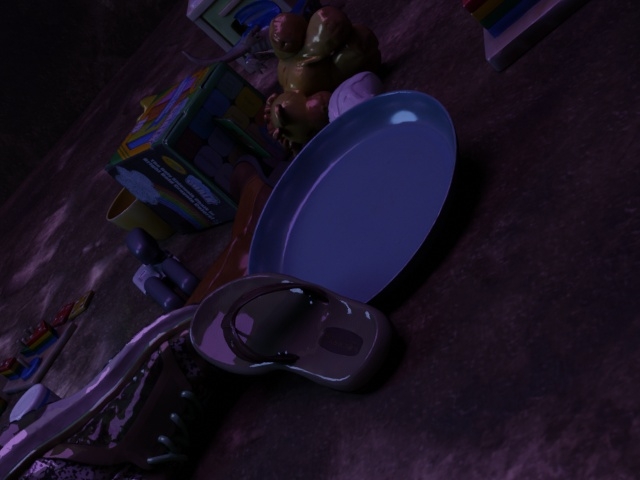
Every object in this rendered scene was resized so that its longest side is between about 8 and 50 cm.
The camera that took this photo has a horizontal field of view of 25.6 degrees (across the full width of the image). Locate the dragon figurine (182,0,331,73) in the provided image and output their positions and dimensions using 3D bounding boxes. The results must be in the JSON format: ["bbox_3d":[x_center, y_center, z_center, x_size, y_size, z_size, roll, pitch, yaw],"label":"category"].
[{"bbox_3d":[-0.099,-0.368,2.480,0.289,0.085,0.144,-21,33,0],"label":"dragon figurine"}]

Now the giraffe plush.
[{"bbox_3d":[-0.019,-0.219,2.053,0.210,0.181,0.170,-15,58,40],"label":"giraffe plush"}]

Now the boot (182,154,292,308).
[{"bbox_3d":[-0.118,0.026,1.928,0.280,0.096,0.264,-59,29,-9],"label":"boot"}]

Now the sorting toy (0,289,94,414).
[{"bbox_3d":[-0.492,0.187,2.427,0.132,0.046,0.274,-19,34,54],"label":"sorting toy"}]

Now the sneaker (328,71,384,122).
[{"bbox_3d":[0.071,-0.142,1.818,0.115,0.090,0.232,-27,37,32],"label":"sneaker"}]

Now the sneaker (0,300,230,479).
[{"bbox_3d":[-0.199,0.233,1.642,0.410,0.158,0.182,-36,62,-5],"label":"sneaker"}]

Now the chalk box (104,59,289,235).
[{"bbox_3d":[-0.166,-0.144,2.164,0.289,0.180,0.179,-14,39,56],"label":"chalk box"}]

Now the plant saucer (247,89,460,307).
[{"bbox_3d":[0.042,-0.029,1.615,0.318,0.044,0.317,-31,40,29],"label":"plant saucer"}]

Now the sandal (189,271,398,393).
[{"bbox_3d":[-0.042,0.087,1.499,0.303,0.086,0.120,4,73,49],"label":"sandal"}]

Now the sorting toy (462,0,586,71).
[{"bbox_3d":[0.286,-0.371,1.765,0.255,0.089,0.257,-39,21,24],"label":"sorting toy"}]

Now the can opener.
[{"bbox_3d":[-0.240,0.052,2.094,0.074,0.093,0.280,-49,24,-4],"label":"can opener"}]

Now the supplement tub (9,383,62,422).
[{"bbox_3d":[-0.368,0.254,1.943,0.071,0.107,0.071,-41,21,20],"label":"supplement tub"}]

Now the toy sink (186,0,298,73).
[{"bbox_3d":[-0.163,-0.458,2.665,0.153,0.234,0.131,-42,20,16],"label":"toy sink"}]

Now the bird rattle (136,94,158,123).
[{"bbox_3d":[-0.218,-0.186,2.510,0.254,0.143,0.206,0,61,48],"label":"bird rattle"}]

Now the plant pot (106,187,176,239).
[{"bbox_3d":[-0.278,-0.055,2.355,0.134,0.095,0.134,-41,20,19],"label":"plant pot"}]
